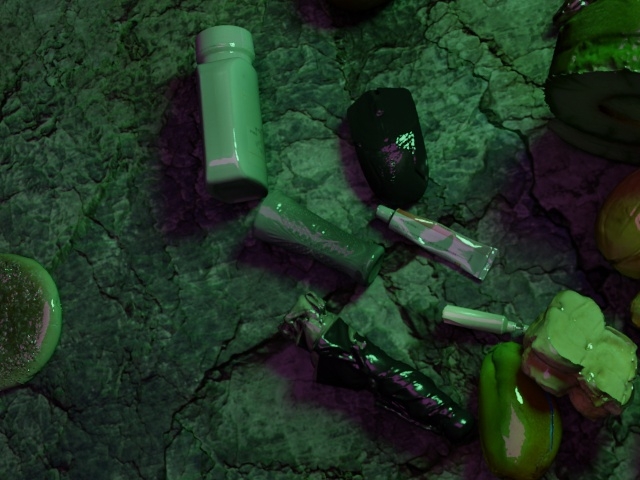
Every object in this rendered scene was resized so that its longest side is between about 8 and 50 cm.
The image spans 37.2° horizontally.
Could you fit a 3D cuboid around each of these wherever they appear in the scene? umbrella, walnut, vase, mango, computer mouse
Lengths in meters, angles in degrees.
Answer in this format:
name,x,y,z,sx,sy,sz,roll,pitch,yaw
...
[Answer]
name,x,y,z,sx,sy,sz,roll,pitch,yaw
umbrella,0.085,0.216,1.536,0.357,0.113,0.106,33,64,19
walnut,0.518,-0.035,1.465,0.206,0.159,0.159,-40,70,-5
vase,0.000,0.000,1.624,0.219,0.096,0.096,26,84,16
mango,0.306,0.262,1.469,0.125,0.111,0.233,16,57,-19
computer mouse,0.119,-0.167,1.642,0.122,0.073,0.217,-16,70,8

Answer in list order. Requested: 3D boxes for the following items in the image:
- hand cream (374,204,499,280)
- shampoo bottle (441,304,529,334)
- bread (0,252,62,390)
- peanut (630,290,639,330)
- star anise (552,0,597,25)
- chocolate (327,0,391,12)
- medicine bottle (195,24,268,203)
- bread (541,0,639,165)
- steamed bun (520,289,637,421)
name,x,y,z,sx,sy,sz,roll,pitch,yaw
hand cream,0.191,-0.007,1.607,0.216,0.038,0.052,27,109,13
shampoo bottle,0.269,0.132,1.543,0.141,0.049,0.034,10,78,15
bread,-0.601,0.147,1.768,0.267,0.040,0.267,-4,76,14
peanut,0.574,0.080,1.457,0.206,0.087,0.087,-28,71,9
star anise,0.514,-0.447,1.603,0.288,0.088,0.288,-3,77,12
chocolate,0.074,-0.486,1.700,0.176,0.177,0.177,-3,76,14
medicine bottle,-0.160,-0.224,1.681,0.111,0.161,0.296,-8,76,11
bread,0.490,-0.227,1.409,0.366,0.382,0.129,21,77,-27
steamed bun,0.386,0.173,1.449,0.177,0.106,0.192,34,46,-9
